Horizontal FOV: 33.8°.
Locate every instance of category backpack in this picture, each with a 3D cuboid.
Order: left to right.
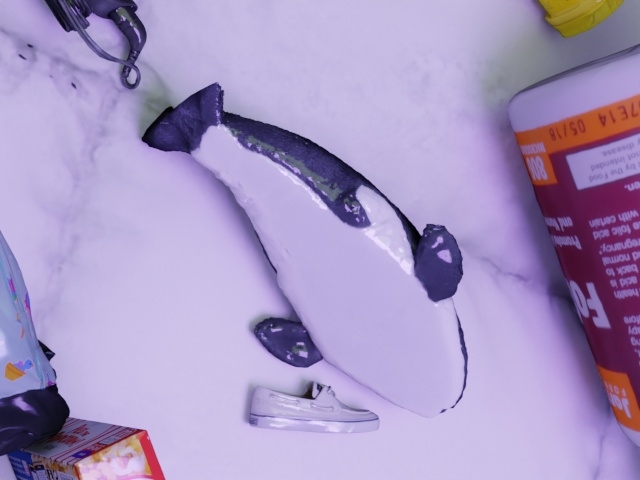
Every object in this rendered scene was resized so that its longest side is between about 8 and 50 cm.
[{"bbox_3d":[-0.222,0.036,0.575,0.152,0.115,0.182,-16,90,-28],"label":"backpack"}]

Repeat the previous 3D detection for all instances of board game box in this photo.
[{"bbox_3d":[-0.111,0.201,0.603,0.045,0.146,0.194,-23,97,-30],"label":"board game box"}]

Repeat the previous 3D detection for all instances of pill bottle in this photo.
[{"bbox_3d":[0.312,0.034,0.825,0.224,0.224,0.392,-24,96,-30],"label":"pill bottle"}]

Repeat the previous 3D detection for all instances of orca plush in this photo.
[{"bbox_3d":[0.000,0.000,0.747,0.287,0.102,0.151,34,113,-12],"label":"orca plush"}]

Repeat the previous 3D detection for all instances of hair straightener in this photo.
[{"bbox_3d":[-0.187,-0.184,0.651,0.230,0.047,0.089,56,30,-22],"label":"hair straightener"}]

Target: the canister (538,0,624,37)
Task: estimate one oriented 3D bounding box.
[{"bbox_3d":[0.194,-0.274,0.877,0.170,0.073,0.126,46,64,-17],"label":"canister"}]

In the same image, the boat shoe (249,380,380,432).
[{"bbox_3d":[-0.002,0.116,0.742,0.100,0.035,0.035,8,83,-23],"label":"boat shoe"}]
